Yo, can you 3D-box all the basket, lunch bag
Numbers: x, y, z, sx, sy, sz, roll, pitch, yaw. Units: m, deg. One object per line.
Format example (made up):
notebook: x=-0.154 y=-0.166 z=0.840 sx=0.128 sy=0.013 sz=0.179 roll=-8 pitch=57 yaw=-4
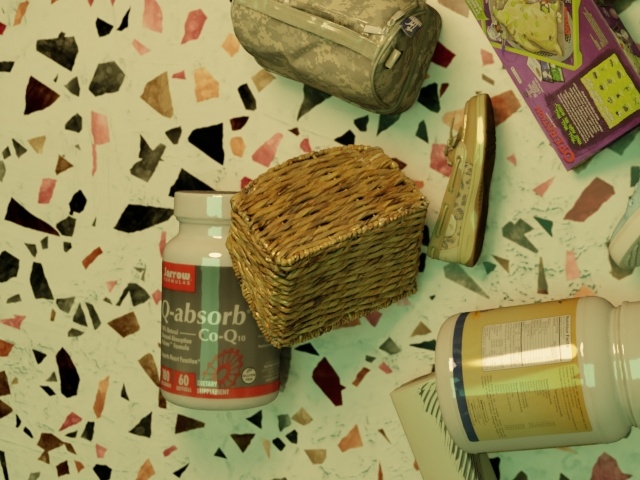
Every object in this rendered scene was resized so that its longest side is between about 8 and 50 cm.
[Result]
basket: x=0.000 y=0.000 z=1.926 sx=0.213 sy=0.299 sz=0.223 roll=49 pitch=151 yaw=35
lunch bag: x=0.025 y=-0.338 z=1.897 sx=0.305 sy=0.256 sz=0.212 roll=25 pitch=103 yaw=18

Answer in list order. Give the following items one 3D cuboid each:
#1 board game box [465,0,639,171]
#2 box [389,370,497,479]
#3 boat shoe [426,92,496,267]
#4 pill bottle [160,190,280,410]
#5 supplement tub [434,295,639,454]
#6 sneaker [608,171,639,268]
board game box: x=0.374 y=-0.304 z=1.826 sx=0.208 sy=0.056 sz=0.347 roll=-36 pitch=80 yaw=46
box: x=0.217 y=0.357 z=1.952 sx=0.094 sy=0.113 sz=0.275 roll=-24 pitch=87 yaw=20
boat shoe: x=0.230 y=-0.100 z=1.915 sx=0.089 sy=0.104 sz=0.285 roll=9 pitch=98 yaw=18
pill bottle: x=-0.171 y=0.097 z=2.032 sx=0.210 sy=0.210 sz=0.363 roll=3 pitch=95 yaw=21
supplement tub: x=0.357 y=0.208 z=1.822 sx=0.316 sy=0.228 sz=0.228 roll=-9 pitch=91 yaw=22
sneaker: x=0.546 y=-0.127 z=1.793 sx=0.366 sy=0.135 sz=0.150 roll=-53 pitch=49 yaw=15
